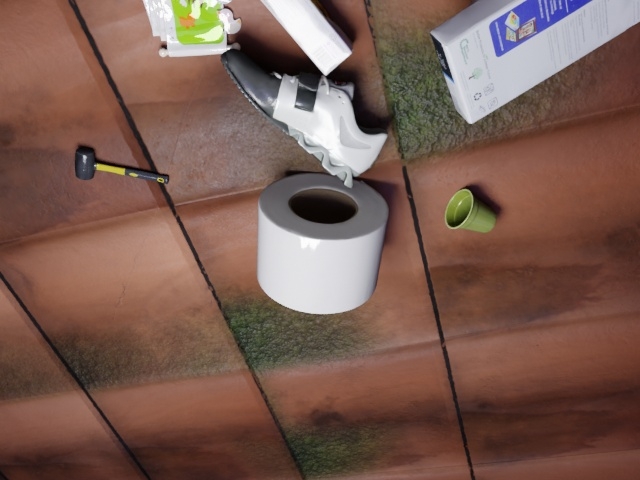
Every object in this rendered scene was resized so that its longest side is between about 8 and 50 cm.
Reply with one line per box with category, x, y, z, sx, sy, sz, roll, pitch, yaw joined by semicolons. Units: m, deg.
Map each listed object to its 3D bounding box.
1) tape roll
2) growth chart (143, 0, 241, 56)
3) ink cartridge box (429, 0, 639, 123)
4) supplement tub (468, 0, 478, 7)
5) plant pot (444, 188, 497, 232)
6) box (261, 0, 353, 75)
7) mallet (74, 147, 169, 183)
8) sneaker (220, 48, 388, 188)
tape roll;0.000;0.000;1.078;0.246;0.246;0.169;7;124;1
growth chart;-0.236;-0.424;0.951;0.171;0.021;0.237;-9;123;10
ink cartridge box;0.345;-0.337;0.870;0.332;0.065;0.165;-30;134;6
supplement tub;0.279;-0.381;0.897;0.071;0.071;0.107;18;123;-6
plant pot;0.306;-0.051;1.119;0.079;0.083;0.083;19;125;-21
box;-0.070;-0.417;0.913;0.067;0.063;0.324;-36;114;24
mallet;-0.407;-0.151;1.148;0.189;0.039;0.062;5;122;-3
sneaker;-0.020;-0.250;1.001;0.330;0.122;0.146;37;107;-21
